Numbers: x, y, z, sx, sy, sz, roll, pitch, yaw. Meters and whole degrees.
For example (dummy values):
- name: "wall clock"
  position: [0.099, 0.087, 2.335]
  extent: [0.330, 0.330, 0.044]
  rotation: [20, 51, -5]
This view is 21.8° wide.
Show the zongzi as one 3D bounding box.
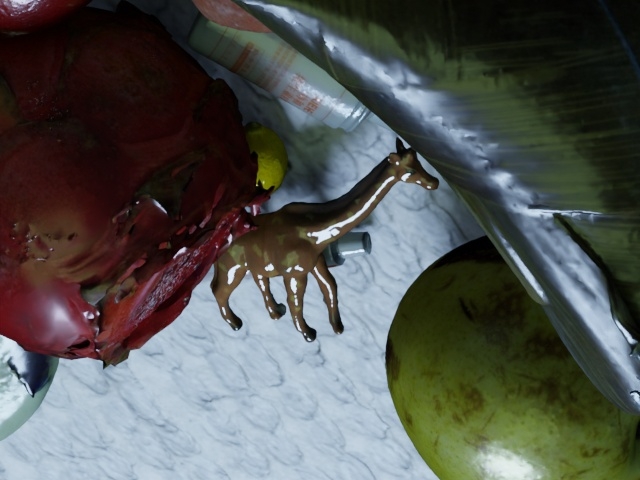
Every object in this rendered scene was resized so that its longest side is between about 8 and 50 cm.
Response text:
- name: "zongzi"
  position: [0.132, -0.037, 1.216]
  extent: [0.432, 0.208, 0.403]
  rotation: [-9, 98, -23]

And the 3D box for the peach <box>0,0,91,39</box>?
- name: "peach"
  position: [-0.234, -0.253, 1.312]
  extent: [0.197, 0.197, 0.197]
  rotation: [8, 131, 9]

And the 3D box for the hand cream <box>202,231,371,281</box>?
- name: "hand cream"
  position: [-0.049, 0.015, 1.615]
  extent: [0.216, 0.038, 0.052]
  rotation: [-5, 104, 27]

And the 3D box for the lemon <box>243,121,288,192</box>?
- name: "lemon"
  position: [-0.060, -0.074, 1.519]
  extent: [0.062, 0.062, 0.083]
  rotation: [9, 131, 8]

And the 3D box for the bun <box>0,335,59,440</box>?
- name: "bun"
  position: [-0.409, 0.080, 1.669]
  extent: [0.293, 0.187, 0.293]
  rotation: [-9, 125, -13]

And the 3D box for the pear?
- name: "pear"
  position: [0.195, 0.110, 1.479]
  extent: [0.284, 0.283, 0.283]
  rotation: [8, 131, 9]

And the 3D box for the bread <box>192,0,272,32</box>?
- name: "bread"
  position: [-0.007, -0.261, 1.271]
  extent: [0.244, 0.190, 0.123]
  rotation: [-3, 142, 13]

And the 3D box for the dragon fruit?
- name: "dragon fruit"
  position: [-0.199, -0.053, 1.425]
  extent: [0.296, 0.301, 0.295]
  rotation: [-25, 156, -12]

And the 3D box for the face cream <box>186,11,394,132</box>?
- name: "face cream"
  position: [0.017, -0.147, 1.409]
  extent: [0.252, 0.101, 0.101]
  rotation: [29, 131, -10]

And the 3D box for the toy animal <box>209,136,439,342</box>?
- name: "toy animal"
  position: [0.000, 0.000, 1.519]
  extent: [0.224, 0.066, 0.229]
  rotation: [10, 127, 17]
